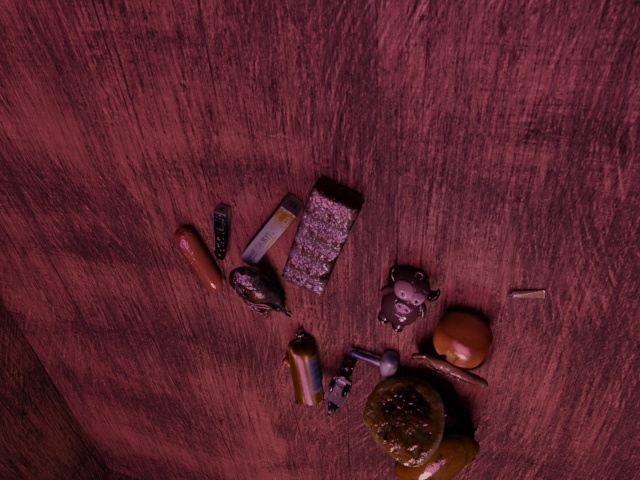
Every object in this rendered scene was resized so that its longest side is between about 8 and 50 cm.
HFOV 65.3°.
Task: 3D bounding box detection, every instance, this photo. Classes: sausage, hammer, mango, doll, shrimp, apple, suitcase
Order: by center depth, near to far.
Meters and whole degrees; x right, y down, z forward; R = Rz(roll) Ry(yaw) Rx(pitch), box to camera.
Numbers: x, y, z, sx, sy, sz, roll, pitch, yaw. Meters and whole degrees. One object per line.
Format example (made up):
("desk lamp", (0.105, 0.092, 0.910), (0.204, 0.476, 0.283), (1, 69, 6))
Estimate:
("apple", (0.462, 0.325, 1.644), (0.199, 0.199, 0.199), (11, 130, 14))
("doll", (0.276, 0.192, 1.649), (0.182, 0.117, 0.257), (29, 135, 6))
("mango", (0.426, 0.815, 1.842), (0.329, 0.177, 0.175), (-40, 65, 33))
("shrimp", (-0.216, 0.185, 1.842), (0.137, 0.172, 0.372), (-16, 143, 10))
("sausage", (-0.455, 0.075, 1.871), (0.086, 0.086, 0.289), (-7, 123, 27))
("hammer", (0.205, 0.459, 1.932), (0.194, 0.069, 0.116), (16, 133, 16))
("suitcase", (0.432, 0.734, 1.977), (0.340, 0.188, 0.345), (-16, 120, 29))
("sausage", (-0.068, 0.503, 2.014), (0.125, 0.117, 0.317), (-9, 103, 3))

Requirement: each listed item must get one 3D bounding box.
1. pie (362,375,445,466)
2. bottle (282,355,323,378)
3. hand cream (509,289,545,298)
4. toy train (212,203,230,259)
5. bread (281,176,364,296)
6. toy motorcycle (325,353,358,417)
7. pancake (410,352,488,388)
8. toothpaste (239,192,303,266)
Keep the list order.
("pie", (0.311, 0.648, 1.833), (0.323, 0.322, 0.070), (-8, 159, 27))
("bottle", (-0.081, 0.555, 2.120), (0.187, 0.069, 0.069), (35, 132, -9))
("hand cream", (0.639, 0.167, 1.546), (0.102, 0.022, 0.035), (-3, 126, 17))
("toy train", (-0.349, -0.024, 1.772), (0.052, 0.051, 0.233), (18, 135, 8))
("bread", (0.000, 0.000, 1.609), (0.165, 0.113, 0.416), (22, 131, 2))
("toy motorcycle", (0.079, 0.603, 2.038), (0.091, 0.157, 0.263), (21, 130, 9))
("pancake", (0.452, 0.456, 1.753), (0.283, 0.048, 0.282), (21, 170, 4))
("toothpaste", (-0.171, -0.030, 1.670), (0.071, 0.089, 0.313), (34, 132, -12))
